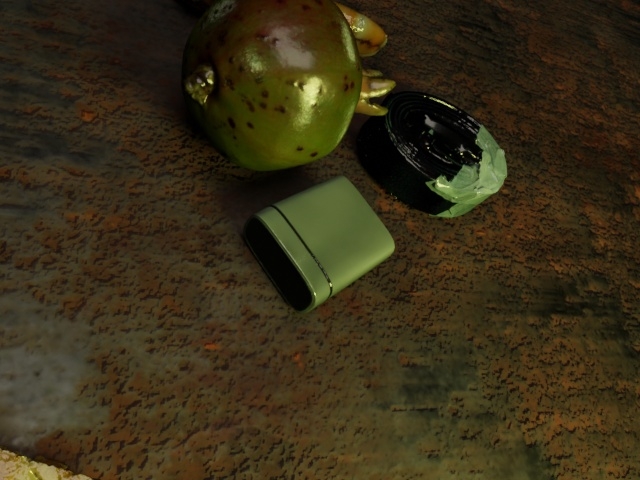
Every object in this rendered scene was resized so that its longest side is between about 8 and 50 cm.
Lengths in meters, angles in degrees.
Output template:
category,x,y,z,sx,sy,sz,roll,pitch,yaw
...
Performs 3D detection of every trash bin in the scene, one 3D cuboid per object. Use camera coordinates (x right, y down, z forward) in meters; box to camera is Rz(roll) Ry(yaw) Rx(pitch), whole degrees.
category,x,y,z,sx,sy,sz,roll,pitch,yaw
trash bin,0.000,0.000,0.629,0.130,0.059,0.116,-30,81,-37

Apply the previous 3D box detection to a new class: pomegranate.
category,x,y,z,sx,sy,sz,roll,pitch,yaw
pomegranate,-0.024,-0.166,0.621,0.246,0.198,0.198,15,58,-18

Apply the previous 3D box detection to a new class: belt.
category,x,y,z,sx,sy,sz,roll,pitch,yaw
belt,0.150,-0.110,0.754,0.198,0.078,0.151,21,55,-17

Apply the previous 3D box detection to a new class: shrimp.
category,x,y,z,sx,sy,sz,roll,pitch,yaw
shrimp,-0.052,-0.291,0.742,0.287,0.063,0.152,18,14,6

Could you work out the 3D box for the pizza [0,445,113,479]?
category,x,y,z,sx,sy,sz,roll,pitch,yaw
pizza,-0.204,0.220,0.414,0.134,0.046,0.175,-6,67,-29
